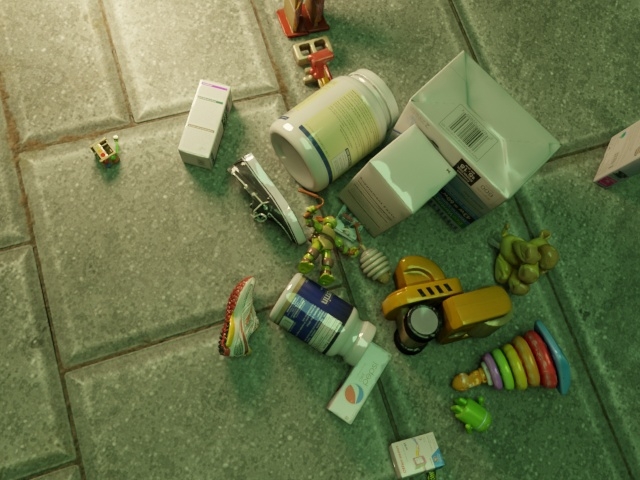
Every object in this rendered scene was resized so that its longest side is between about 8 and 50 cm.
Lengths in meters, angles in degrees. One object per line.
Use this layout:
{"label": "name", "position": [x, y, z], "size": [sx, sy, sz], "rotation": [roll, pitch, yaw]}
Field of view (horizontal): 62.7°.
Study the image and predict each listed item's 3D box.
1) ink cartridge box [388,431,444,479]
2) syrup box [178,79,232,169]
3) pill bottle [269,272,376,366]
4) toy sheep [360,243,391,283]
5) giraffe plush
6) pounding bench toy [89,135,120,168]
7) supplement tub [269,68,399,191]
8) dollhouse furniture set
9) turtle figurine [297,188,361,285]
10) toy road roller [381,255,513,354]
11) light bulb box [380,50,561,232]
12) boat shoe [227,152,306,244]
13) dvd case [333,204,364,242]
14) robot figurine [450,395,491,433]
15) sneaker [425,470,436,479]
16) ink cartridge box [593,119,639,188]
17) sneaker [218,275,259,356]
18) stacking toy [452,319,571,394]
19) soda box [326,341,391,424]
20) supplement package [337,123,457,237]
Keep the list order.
{"label": "ink cartridge box", "position": [0.253, 0.573, 1.395], "size": [0.122, 0.052, 0.089], "rotation": [-13, 60, -9]}
{"label": "syrup box", "position": [-0.335, -0.341, 1.545], "size": [0.096, 0.093, 0.237], "rotation": [15, 74, -3]}
{"label": "pill bottle", "position": [0.009, 0.216, 1.415], "size": [0.264, 0.153, 0.153], "rotation": [32, 74, 1]}
{"label": "toy sheep", "position": [0.153, 0.067, 1.504], "size": [0.091, 0.091, 0.132], "rotation": [-37, 83, -14]}
{"label": "giraffe plush", "position": [0.618, 0.049, 1.547], "size": [0.170, 0.182, 0.210], "rotation": [0, 41, -17]}
{"label": "pounding bench toy", "position": [-0.604, -0.257, 1.512], "size": [0.083, 0.052, 0.065], "rotation": [-36, 83, -14]}
{"label": "supplement tub", "position": [0.041, -0.321, 1.513], "size": [0.324, 0.235, 0.235], "rotation": [-39, 83, -14]}
{"label": "dollhouse furniture set", "position": [-0.005, -0.632, 1.604], "size": [0.152, 0.201, 0.374], "rotation": [-18, 78, -11]}
{"label": "turtle figurine", "position": [0.000, 0.000, 1.451], "size": [0.269, 0.087, 0.217], "rotation": [43, 48, -30]}
{"label": "toy road roller", "position": [0.332, 0.159, 1.450], "size": [0.329, 0.202, 0.241], "rotation": [-10, 67, -8]}
{"label": "light bulb box", "position": [0.393, -0.254, 1.474], "size": [0.225, 0.361, 0.358], "rotation": [-42, 84, -13]}
{"label": "boat shoe", "position": [-0.157, -0.102, 1.497], "size": [0.105, 0.113, 0.306], "rotation": [-35, 89, -6]}
{"label": "dvd case", "position": [0.093, -0.063, 1.569], "size": [0.087, 0.013, 0.119], "rotation": [32, 75, 2]}
{"label": "robot figurine", "position": [0.418, 0.477, 1.442], "size": [0.115, 0.067, 0.101], "rotation": [34, 62, 2]}
{"label": "sneaker", "position": [0.299, 0.638, 1.403], "size": [0.031, 0.035, 0.083], "rotation": [0, 76, -8]}
{"label": "ink cartridge box", "position": [0.967, -0.288, 1.578], "size": [0.065, 0.311, 0.186], "rotation": [29, 75, 2]}
{"label": "sneaker", "position": [-0.211, 0.208, 1.437], "size": [0.092, 0.088, 0.225], "rotation": [18, 73, -23]}
{"label": "stacking toy", "position": [0.510, 0.357, 1.456], "size": [0.301, 0.166, 0.175], "rotation": [-19, 123, 6]}
{"label": "soda box", "position": [0.104, 0.384, 1.427], "size": [0.073, 0.069, 0.216], "rotation": [34, 74, 3]}
{"label": "supplement package", "position": [0.200, -0.153, 1.447], "size": [0.177, 0.293, 0.175], "rotation": [-40, 90, -19]}
